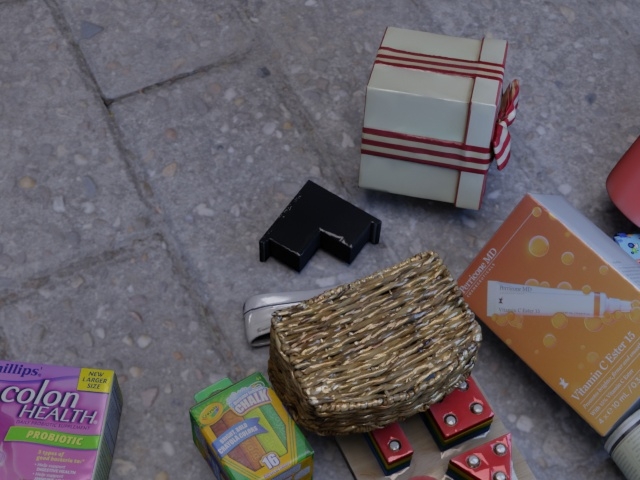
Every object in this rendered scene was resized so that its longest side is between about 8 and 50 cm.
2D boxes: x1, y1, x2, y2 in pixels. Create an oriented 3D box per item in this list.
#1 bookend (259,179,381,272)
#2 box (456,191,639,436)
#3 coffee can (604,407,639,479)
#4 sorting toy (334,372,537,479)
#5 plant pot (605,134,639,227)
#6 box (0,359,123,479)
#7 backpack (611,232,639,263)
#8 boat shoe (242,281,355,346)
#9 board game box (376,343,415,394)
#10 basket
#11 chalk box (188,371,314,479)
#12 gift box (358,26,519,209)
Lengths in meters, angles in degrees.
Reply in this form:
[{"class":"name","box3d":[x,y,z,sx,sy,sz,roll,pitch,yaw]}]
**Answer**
[{"class":"bookend","box3d":[0.000,0.000,2.082,0.157,0.072,0.156,29,63,15]},{"class":"box","box3d":[0.420,0.113,1.911,0.345,0.168,0.215,44,110,23]},{"class":"coffee can","box3d":[0.591,0.372,1.788,0.202,0.201,0.275,-25,62,-16]},{"class":"sorting toy","box3d":[0.191,0.348,1.858,0.257,0.089,0.255,-21,61,-14]},{"class":"plant pot","box3d":[0.662,-0.140,2.028,0.275,0.243,0.275,17,30,-10]},{"class":"box","box3d":[-0.438,0.323,1.842,0.214,0.117,0.243,5,57,2]},{"class":"backpack","box3d":[0.585,0.059,2.036,0.173,0.117,0.158,-3,59,-6]},{"class":"boat shoe","box3d":[0.003,0.131,1.989,0.268,0.096,0.088,-4,62,-3]},{"class":"board game box","box3d":[0.077,0.218,1.908,0.124,0.039,0.259,14,37,38]},{"class":"basket","box3d":[0.087,0.190,1.832,0.299,0.223,0.213,-21,65,-15]},{"class":"chalk box","box3d":[-0.120,0.302,1.854,0.132,0.132,0.213,-29,63,-18]},{"class":"gift box","box3d":[0.218,-0.211,2.124,0.258,0.276,0.255,9,45,8]}]
